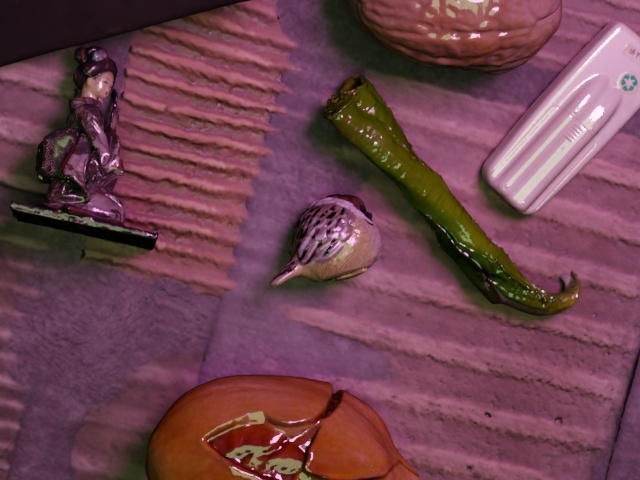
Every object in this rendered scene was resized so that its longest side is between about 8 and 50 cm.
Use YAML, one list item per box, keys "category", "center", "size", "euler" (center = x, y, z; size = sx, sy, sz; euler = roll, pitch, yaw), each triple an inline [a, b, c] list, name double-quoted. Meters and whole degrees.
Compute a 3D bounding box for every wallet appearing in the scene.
- category: "wallet"
  center: [-0.219, -0.301, 1.547]
  size: [0.377, 0.051, 0.197]
  euler: [-13, 108, 18]

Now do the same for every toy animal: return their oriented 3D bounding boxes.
- category: "toy animal"
  center: [0.000, 0.000, 1.664]
  size: [0.137, 0.098, 0.098]
  euler: [-12, 103, -21]

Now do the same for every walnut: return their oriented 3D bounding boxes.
- category: "walnut"
  center: [0.137, -0.255, 1.588]
  size: [0.230, 0.178, 0.178]
  euler: [3, 101, -4]
- category: "walnut"
  center: [-0.039, 0.242, 1.667]
  size: [0.297, 0.203, 0.203]
  euler: [5, 101, -7]

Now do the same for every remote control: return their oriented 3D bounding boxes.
- category: "remote control"
  center: [0.277, -0.130, 1.686]
  size: [0.090, 0.049, 0.230]
  euler: [41, 94, -14]

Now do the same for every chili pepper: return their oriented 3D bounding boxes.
- category: "chili pepper"
  center: [0.141, -0.036, 1.686]
  size: [0.359, 0.085, 0.076]
  euler: [44, 134, -16]

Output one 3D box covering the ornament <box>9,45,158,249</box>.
- category: "ornament"
  center: [-0.229, -0.103, 1.614]
  size: [0.153, 0.166, 0.196]
  euler: [11, 85, -8]
